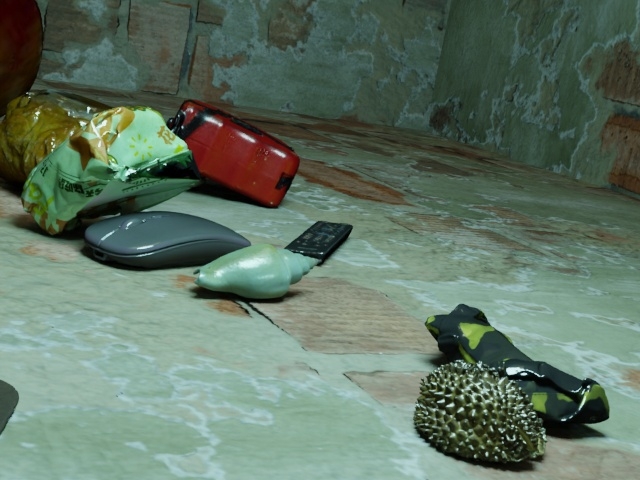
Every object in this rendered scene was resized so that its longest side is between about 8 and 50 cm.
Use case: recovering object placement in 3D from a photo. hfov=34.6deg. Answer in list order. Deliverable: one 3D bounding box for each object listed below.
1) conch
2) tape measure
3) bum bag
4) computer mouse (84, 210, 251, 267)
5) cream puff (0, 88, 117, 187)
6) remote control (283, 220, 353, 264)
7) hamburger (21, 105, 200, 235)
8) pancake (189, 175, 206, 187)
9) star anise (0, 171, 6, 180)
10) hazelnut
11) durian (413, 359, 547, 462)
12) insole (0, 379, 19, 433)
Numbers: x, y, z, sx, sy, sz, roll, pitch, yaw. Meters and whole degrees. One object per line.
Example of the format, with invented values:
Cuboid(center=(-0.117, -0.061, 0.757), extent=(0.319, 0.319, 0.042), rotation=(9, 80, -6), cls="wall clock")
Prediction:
Cuboid(center=(-0.077, 0.032, 1.213), extent=(0.180, 0.065, 0.088), rotation=(-5, 19, -34), cls="conch")
Cuboid(center=(-0.166, -0.167, 1.836), extent=(0.253, 0.114, 0.260), rotation=(25, 9, -15), cls="tape measure")
Cuboid(center=(0.182, 0.121, 1.025), extent=(0.106, 0.060, 0.232), rotation=(14, 11, -29), cls="bum bag")
Cuboid(center=(-0.190, -0.006, 1.314), extent=(0.120, 0.057, 0.232), rotation=(19, 14, 38), cls="computer mouse")
Cuboid(center=(-0.374, -0.142, 1.563), extent=(0.269, 0.155, 0.241), rotation=(17, 14, 20), cls="cream puff")
Cuboid(center=(0.000, 0.000, 1.533), extent=(0.063, 0.025, 0.245), rotation=(11, 12, 10), cls="remote control")
Cuboid(center=(-0.267, -0.092, 1.355), extent=(0.214, 0.125, 0.235), rotation=(-23, 1, 41), cls="hamburger")
Cuboid(center=(-0.339, -0.141, 1.847), extent=(0.282, 0.049, 0.282), rotation=(10, 13, -2), cls="pancake")
Cuboid(center=(-0.548, -0.119, 1.582), extent=(0.141, 0.042, 0.141), rotation=(9, 13, -2), cls="star anise")
Cuboid(center=(-0.724, -0.366, 1.917), extent=(0.421, 0.353, 0.421), rotation=(-10, 38, 8), cls="hazelnut")
Cuboid(center=(0.133, 0.138, 0.890), extent=(0.110, 0.071, 0.140), rotation=(2, 9, -37), cls="durian")
Cuboid(center=(-0.258, 0.144, 0.664), extent=(0.111, 0.007, 0.328), rotation=(10, 12, -9), cls="insole")
